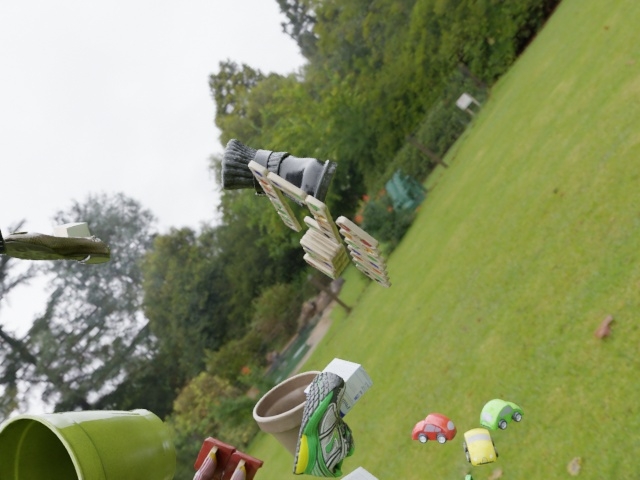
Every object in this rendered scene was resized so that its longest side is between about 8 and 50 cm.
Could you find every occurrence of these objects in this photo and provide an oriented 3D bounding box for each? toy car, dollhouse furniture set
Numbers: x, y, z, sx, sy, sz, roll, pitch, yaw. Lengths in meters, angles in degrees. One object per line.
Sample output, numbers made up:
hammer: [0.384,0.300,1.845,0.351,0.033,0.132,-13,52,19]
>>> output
toy car: [0.339,0.389,1.417,0.225,0.053,0.239,-17,9,-28]
dollhouse furniture set: [-0.288,0.681,1.579,0.201,0.152,0.374,-57,-9,-64]

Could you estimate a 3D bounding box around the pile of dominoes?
pile of dominoes: [0.000,0.000,0.908,0.040,0.196,0.251,-55,-18,-9]

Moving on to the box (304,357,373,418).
box: [0.049,0.399,1.793,0.137,0.072,0.126,-43,21,-25]

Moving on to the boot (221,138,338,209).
boot: [-0.109,-0.154,1.573,0.348,0.260,0.131,-138,62,-80]

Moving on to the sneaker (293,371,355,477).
sneaker: [0.024,0.469,1.681,0.134,0.146,0.343,-80,0,-55]

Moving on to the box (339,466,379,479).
box: [0.047,0.530,1.250,0.170,0.091,0.130,-4,-61,-57]

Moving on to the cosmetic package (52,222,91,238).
cosmetic package: [-0.656,-0.021,1.740,0.060,0.041,0.115,-19,13,-39]

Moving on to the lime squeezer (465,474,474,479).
lime squeezer: [0.397,0.560,1.311,0.058,0.310,0.110,-64,4,-28]

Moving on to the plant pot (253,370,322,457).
plant pot: [-0.046,0.580,2.105,0.263,0.229,0.263,-27,11,6]

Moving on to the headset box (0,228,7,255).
headset box: [-0.708,-0.074,1.115,0.246,0.283,0.131,-18,-2,11]

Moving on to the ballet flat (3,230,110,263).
ballet flat: [-0.541,0.008,1.361,0.084,0.058,0.250,-20,-17,33]

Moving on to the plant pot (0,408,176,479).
plant pot: [-0.567,0.582,1.663,0.366,0.366,0.353,-50,-24,22]
